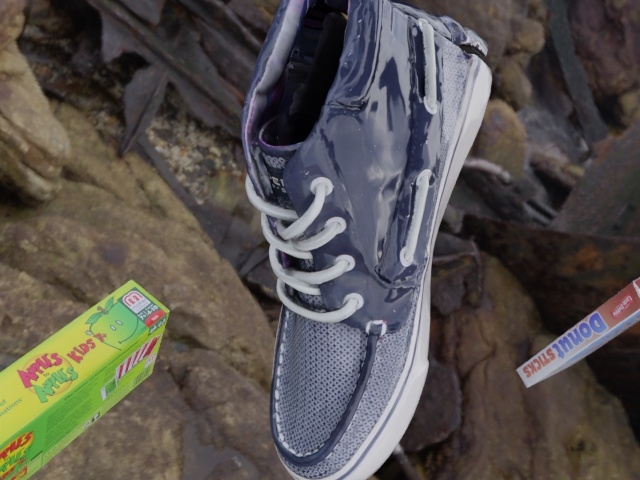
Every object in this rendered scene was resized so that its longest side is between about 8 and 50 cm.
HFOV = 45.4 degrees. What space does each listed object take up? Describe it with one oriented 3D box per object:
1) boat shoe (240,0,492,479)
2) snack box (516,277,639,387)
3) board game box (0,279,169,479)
[{"bbox_3d":[0.000,0.000,0.499,0.158,0.127,0.341,14,90,-51],"label":"boat shoe"},{"bbox_3d":[0.229,0.072,0.626,0.064,0.178,0.022,-18,67,-26],"label":"snack box"},{"bbox_3d":[-0.195,0.114,0.561,0.043,0.092,0.181,37,45,12],"label":"board game box"}]
